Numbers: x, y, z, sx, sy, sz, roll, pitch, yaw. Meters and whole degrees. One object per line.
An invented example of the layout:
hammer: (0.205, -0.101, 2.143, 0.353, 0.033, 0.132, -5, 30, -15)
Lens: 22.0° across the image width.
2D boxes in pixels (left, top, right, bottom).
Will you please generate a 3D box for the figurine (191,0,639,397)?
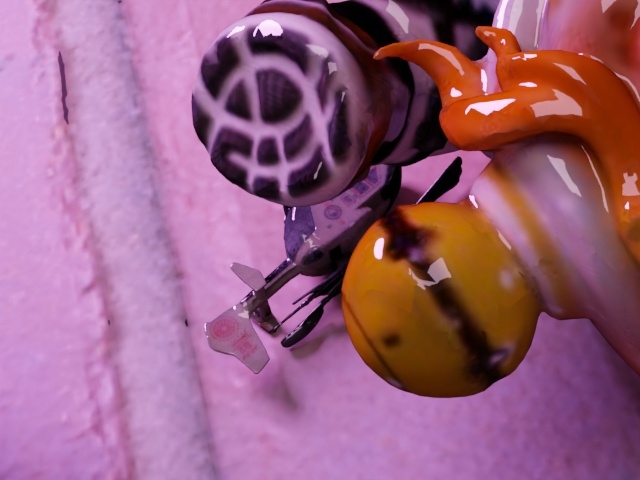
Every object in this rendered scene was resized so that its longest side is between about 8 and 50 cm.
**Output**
figurine: (0.147, -0.052, 0.513, 0.320, 0.196, 0.323, -47, 48, -11)

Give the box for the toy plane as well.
toy plane: (0.000, 0.000, 0.629, 0.120, 0.031, 0.049, -42, 61, -17)
